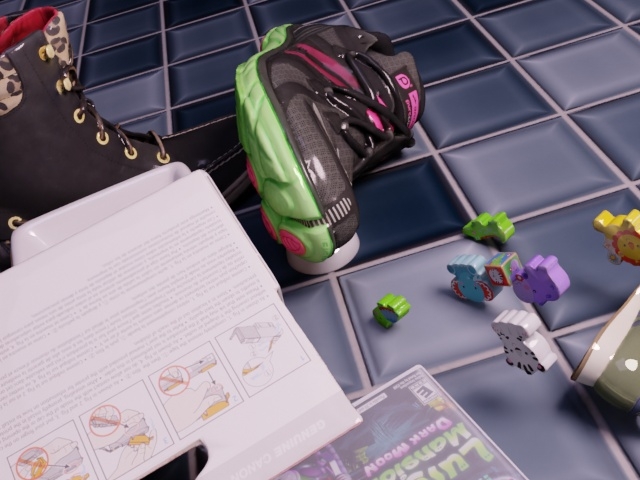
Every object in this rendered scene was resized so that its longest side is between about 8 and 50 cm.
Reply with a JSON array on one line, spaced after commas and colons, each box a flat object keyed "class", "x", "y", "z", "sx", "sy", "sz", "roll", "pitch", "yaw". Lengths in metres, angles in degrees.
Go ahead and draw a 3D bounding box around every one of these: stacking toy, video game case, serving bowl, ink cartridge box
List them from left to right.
[{"class": "ink cartridge box", "x": -0.157, "y": 0.115, "z": 0.579, "sx": 0.296, "sy": 0.066, "sz": 0.261, "roll": -29, "pitch": 61, "yaw": -11}, {"class": "serving bowl", "x": 0.000, "y": 0.000, "z": 0.848, "sx": 0.083, "sy": 0.027, "sz": 0.083, "roll": -9, "pitch": 39, "yaw": 8}, {"class": "video game case", "x": 0.048, "y": 0.196, "z": 0.594, "sx": 0.190, "sy": 0.022, "sz": 0.173, "roll": -28, "pitch": 40, "yaw": -14}, {"class": "stacking toy", "x": 0.167, "y": 0.037, "z": 0.696, "sx": 0.167, "sy": 0.052, "sz": 0.221, "roll": -37, "pitch": 20, "yaw": -26}]

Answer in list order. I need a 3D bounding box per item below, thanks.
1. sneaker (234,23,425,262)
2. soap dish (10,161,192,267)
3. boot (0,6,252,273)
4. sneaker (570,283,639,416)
[{"class": "sneaker", "x": 0.020, "y": -0.156, "z": 0.890, "sx": 0.202, "sy": 0.185, "sz": 0.483, "roll": -8, "pitch": 34, "yaw": 9}, {"class": "soap dish", "x": -0.182, "y": 0.057, "z": 0.772, "sx": 0.228, "sy": 0.118, "sz": 0.291, "roll": -24, "pitch": 38, "yaw": -9}, {"class": "boot", "x": -0.256, "y": -0.129, "z": 0.890, "sx": 0.377, "sy": 0.284, "sz": 0.138, "roll": -27, "pitch": 39, "yaw": -11}, {"class": "sneaker", "x": 0.286, "y": 0.079, "z": 0.629, "sx": 0.086, "sy": 0.064, "sz": 0.192, "roll": 36, "pitch": 51, "yaw": 24}]
